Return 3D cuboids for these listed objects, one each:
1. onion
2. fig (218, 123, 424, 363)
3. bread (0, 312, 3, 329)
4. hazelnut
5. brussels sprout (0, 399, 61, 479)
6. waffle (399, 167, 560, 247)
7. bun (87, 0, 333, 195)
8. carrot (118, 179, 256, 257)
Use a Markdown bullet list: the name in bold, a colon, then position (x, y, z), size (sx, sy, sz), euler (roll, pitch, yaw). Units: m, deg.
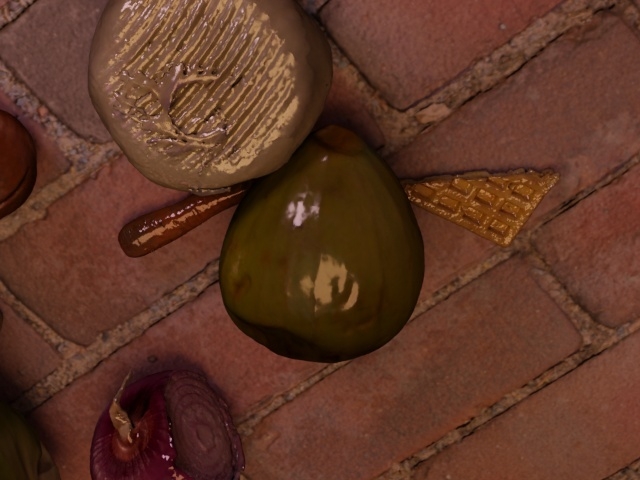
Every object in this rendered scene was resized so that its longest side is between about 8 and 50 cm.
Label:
- **onion**: position (-0.203, 0.276, 1.945), size (0.200, 0.200, 0.207), euler (-41, 72, 20)
- **fig**: position (0.000, 0.000, 1.771), size (0.239, 0.239, 0.271), euler (1, 110, -2)
- **bread**: position (-0.453, 0.115, 1.859), size (0.139, 0.178, 0.060), euler (26, 117, -18)
- **hazelnut**: position (-0.399, -0.079, 1.762), size (0.150, 0.150, 0.150), euler (-1, 121, -1)
- **brussels sprout**: position (-0.497, 0.298, 1.907), size (0.354, 0.281, 0.289), euler (13, 91, -39)
- **waffle**: position (0.172, -0.074, 1.841), size (0.191, 0.032, 0.125), euler (26, 119, -17)
- **bun**: position (-0.125, -0.187, 1.697), size (0.273, 0.168, 0.273), euler (1, 108, 2)
- **carrot**: position (-0.155, -0.032, 1.858), size (0.191, 0.047, 0.047), euler (-25, 118, 9)
